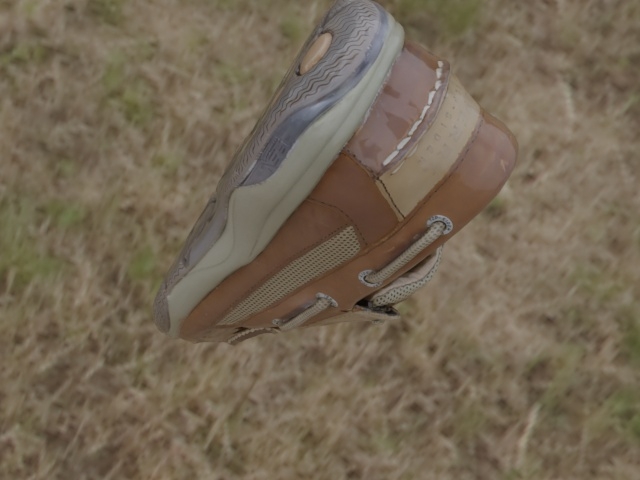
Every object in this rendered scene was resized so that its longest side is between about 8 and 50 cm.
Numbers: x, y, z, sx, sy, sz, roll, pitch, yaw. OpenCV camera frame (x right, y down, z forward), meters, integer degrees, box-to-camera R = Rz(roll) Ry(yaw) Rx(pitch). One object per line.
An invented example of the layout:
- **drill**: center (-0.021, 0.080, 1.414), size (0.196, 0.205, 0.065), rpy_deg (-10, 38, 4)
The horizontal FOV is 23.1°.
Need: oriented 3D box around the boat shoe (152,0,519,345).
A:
- **boat shoe**: center (0.000, 0.000, 0.779), size (0.116, 0.324, 0.123), rpy_deg (30, 69, -5)
